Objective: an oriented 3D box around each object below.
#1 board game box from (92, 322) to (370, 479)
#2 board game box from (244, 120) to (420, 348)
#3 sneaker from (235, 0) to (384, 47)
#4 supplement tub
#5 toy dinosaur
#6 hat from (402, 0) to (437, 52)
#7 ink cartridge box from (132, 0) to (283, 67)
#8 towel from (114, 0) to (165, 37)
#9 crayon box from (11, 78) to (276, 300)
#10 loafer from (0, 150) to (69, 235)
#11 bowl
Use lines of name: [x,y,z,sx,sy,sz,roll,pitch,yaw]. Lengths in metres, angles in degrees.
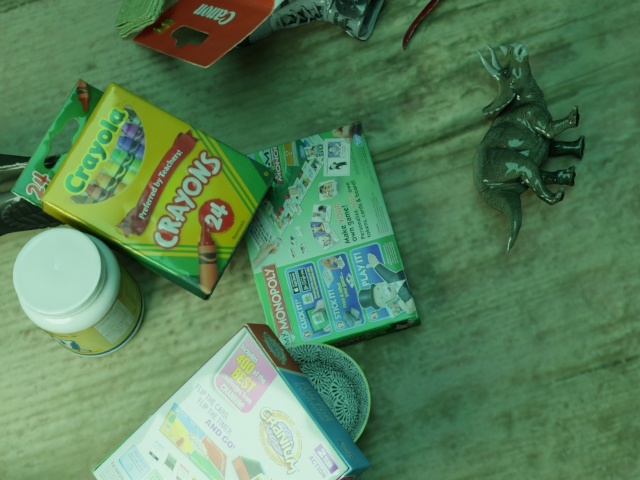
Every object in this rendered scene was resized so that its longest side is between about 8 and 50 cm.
board game box: [-0.124,0.302,1.683,0.316,0.064,0.242,-43,69,16]
board game box: [0.000,0.000,1.850,0.213,0.046,0.317,-16,69,3]
sneaker: [-0.008,-0.354,1.949,0.268,0.101,0.153,-37,70,-6]
supplement tub: [-0.338,0.073,1.785,0.144,0.200,0.144,-3,70,7]
toy dinosaur: [0.286,-0.121,1.837,0.160,0.121,0.314,9,76,23]
hat: [0.192,-0.435,1.994,0.208,0.183,0.173,-22,70,-46]
ink cartridge box: [-0.115,-0.435,1.909,0.385,0.091,0.308,-45,31,-10]
towel: [-0.271,-0.395,2.012,0.110,0.027,0.148,-7,63,47]
crayon box: [-0.249,-0.080,1.792,0.318,0.081,0.202,28,76,-4]
loafer: [-0.469,-0.084,1.894,0.366,0.134,0.130,-16,69,1]
bowl: [-0.013,0.231,1.749,0.170,0.080,0.170,-2,69,6]
